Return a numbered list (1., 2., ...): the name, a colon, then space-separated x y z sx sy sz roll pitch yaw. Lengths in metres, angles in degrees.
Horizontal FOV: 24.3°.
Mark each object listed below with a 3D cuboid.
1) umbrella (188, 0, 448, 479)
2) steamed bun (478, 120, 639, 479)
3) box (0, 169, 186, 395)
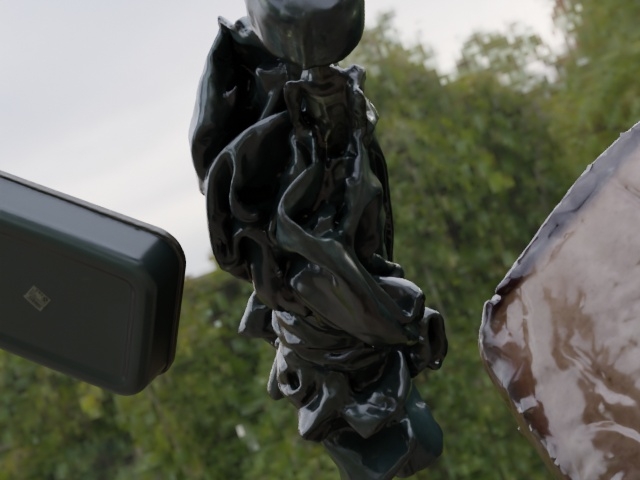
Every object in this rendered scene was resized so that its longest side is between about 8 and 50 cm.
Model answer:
1. umbrella: -0.003 0.000 0.709 0.094 0.143 0.349 -44 -26 -22
2. steamed bun: 0.268 0.055 0.902 0.301 0.251 0.199 -42 -38 11
3. box: -0.129 0.021 0.712 0.031 0.126 0.091 -55 -18 -51
